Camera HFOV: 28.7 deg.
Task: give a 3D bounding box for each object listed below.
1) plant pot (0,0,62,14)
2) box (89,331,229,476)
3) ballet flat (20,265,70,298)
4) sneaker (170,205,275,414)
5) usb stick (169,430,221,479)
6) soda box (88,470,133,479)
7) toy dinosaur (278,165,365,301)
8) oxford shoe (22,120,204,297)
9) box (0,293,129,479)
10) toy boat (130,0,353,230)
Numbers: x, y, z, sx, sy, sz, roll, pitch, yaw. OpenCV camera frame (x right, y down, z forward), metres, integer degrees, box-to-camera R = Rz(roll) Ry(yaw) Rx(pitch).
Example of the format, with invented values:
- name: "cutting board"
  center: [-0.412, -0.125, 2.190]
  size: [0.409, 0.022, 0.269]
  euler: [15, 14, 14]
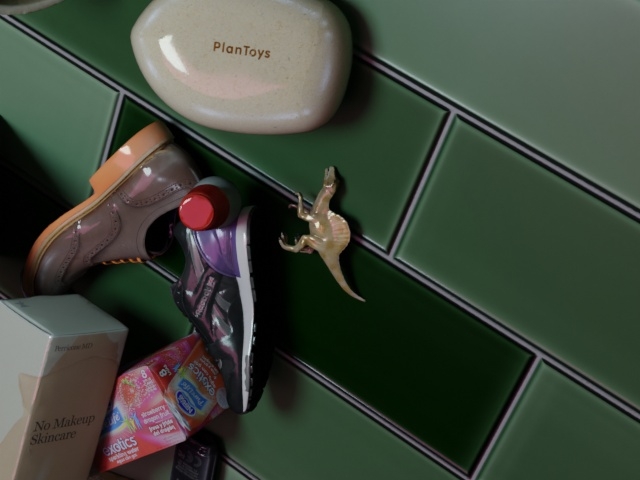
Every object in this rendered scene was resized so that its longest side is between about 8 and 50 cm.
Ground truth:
- name: "plant pot"
  center: [-0.438, -0.489, 1.533]
  size: [0.305, 0.334, 0.334]
  euler: [32, 124, 32]
- name: "box"
  center: [-0.266, 0.242, 1.809]
  size: [0.257, 0.128, 0.122]
  euler: [-25, 95, 37]
- name: "ballet flat"
  center: [-0.393, 0.119, 1.883]
  size: [0.188, 0.070, 0.070]
  euler: [51, 127, 9]
- name: "sneaker"
  center: [-0.134, 0.090, 1.668]
  size: [0.124, 0.107, 0.283]
  euler: [2, 102, 14]
- name: "usb stick"
  center: [-0.200, 0.405, 1.887]
  size: [0.077, 0.045, 0.278]
  euler: [28, 122, 28]
- name: "soda box"
  center: [-0.330, 0.405, 1.957]
  size: [0.181, 0.061, 0.058]
  euler: [13, 116, 27]
- name: "toy dinosaur"
  center: [0.000, 0.000, 1.590]
  size: [0.092, 0.053, 0.183]
  euler: [0, 109, 31]
- name: "oxford shoe"
  center: [-0.291, -0.004, 1.730]
  size: [0.133, 0.130, 0.364]
  euler: [47, 127, 0]
- name: "box"
  center: [-0.387, 0.238, 1.717]
  size: [0.121, 0.148, 0.311]
  euler: [28, 110, 35]
- name: "toy boat"
  center: [-0.109, -0.163, 1.512]
  size: [0.267, 0.148, 0.318]
  euler: [15, 99, 5]
